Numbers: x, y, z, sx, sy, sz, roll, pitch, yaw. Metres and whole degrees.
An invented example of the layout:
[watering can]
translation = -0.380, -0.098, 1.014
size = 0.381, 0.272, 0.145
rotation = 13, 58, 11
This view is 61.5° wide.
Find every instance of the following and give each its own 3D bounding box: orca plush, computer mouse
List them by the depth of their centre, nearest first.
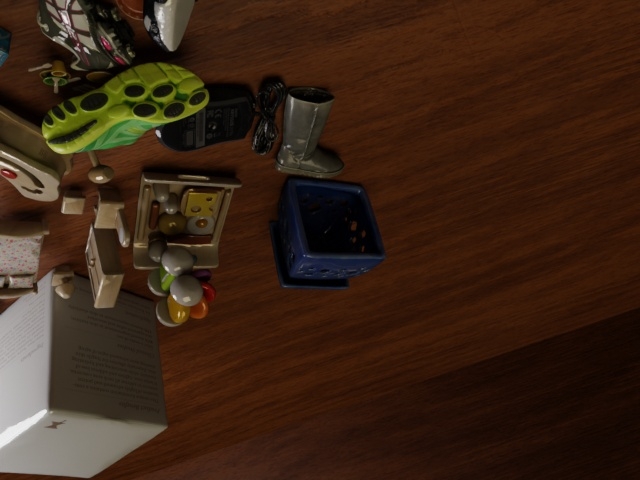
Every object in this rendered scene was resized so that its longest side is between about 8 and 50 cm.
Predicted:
[orca plush]
translation = -0.243, -0.443, 0.819
size = 0.102, 0.151, 0.287
rotation = 22, 138, -2
[computer mouse]
translation = -0.212, -0.253, 1.110
size = 0.272, 0.072, 0.189
rotation = -13, 143, -30

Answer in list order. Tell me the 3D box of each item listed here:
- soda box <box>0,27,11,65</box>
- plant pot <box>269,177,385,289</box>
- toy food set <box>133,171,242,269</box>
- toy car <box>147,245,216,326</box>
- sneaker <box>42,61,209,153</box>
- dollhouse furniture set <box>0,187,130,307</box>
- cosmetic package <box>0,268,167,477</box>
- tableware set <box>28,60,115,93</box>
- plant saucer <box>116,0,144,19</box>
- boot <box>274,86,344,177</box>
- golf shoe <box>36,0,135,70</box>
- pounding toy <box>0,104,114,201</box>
[soda box]
translation = -0.603, -0.275, 0.890
size = 0.210, 0.067, 0.071
rotation = -36, 140, 21
[plant pot]
translation = 0.000, 0.000, 1.397
size = 0.235, 0.236, 0.212
rotation = 4, 145, -28
[toy food set]
translation = -0.327, -0.038, 1.303
size = 0.219, 0.092, 0.306
rotation = 0, 140, -25
[toy car]
translation = -0.317, 0.106, 1.276
size = 0.136, 0.182, 0.159
rotation = -3, 150, -40
[sneaker]
translation = -0.345, -0.238, 0.969
size = 0.295, 0.110, 0.123
rotation = -17, -173, 1
[dollhouse furniture set]
translation = -0.622, 0.041, 1.151
size = 0.355, 0.174, 0.303
rotation = 0, 134, -35
[cosmetic package]
translation = -0.646, 0.353, 1.403
size = 0.327, 0.394, 0.329
rotation = -35, 141, 19
[tableware set]
translation = -0.414, -0.275, 0.939
size = 0.103, 0.024, 0.154
rotation = -8, 175, 17
[plant saucer]
translation = -0.301, -0.411, 0.902
size = 0.083, 0.013, 0.084
rotation = -13, 143, -10
[boot]
translation = -0.007, -0.243, 1.220
size = 0.189, 0.076, 0.209
rotation = -3, 134, -25
[golf shoe]
translation = -0.401, -0.372, 0.835
size = 0.120, 0.105, 0.273
rotation = -15, 144, 6
[pounding toy]
translation = -0.547, -0.181, 1.039
size = 0.154, 0.155, 0.269
rotation = -13, 145, 43
